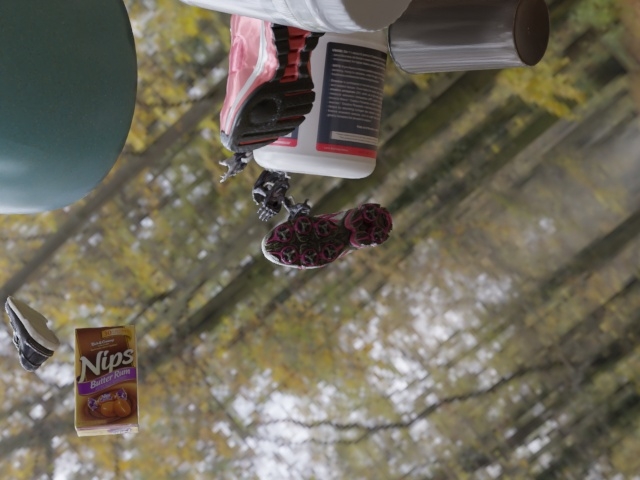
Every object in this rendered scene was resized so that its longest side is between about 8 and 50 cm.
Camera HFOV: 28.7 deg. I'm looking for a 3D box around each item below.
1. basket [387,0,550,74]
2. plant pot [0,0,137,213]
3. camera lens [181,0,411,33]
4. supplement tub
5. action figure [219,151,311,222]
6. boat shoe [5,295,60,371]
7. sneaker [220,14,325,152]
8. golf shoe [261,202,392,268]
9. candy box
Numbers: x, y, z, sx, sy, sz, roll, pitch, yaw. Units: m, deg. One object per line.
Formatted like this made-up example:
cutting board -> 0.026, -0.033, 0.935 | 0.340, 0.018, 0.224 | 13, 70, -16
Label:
basket -> 0.264, -0.363, 2.149 | 0.204, 0.226, 0.154 | -32, -60, -44
plant pot -> -0.342, -0.154, 1.145 | 0.290, 0.290, 0.195 | 52, -149, 12
camera lens -> -0.042, -0.352, 1.389 | 0.274, 0.219, 0.219 | 18, 176, 31
supplement tub -> 0.003, -0.237, 1.914 | 0.191, 0.272, 0.191 | 6, -178, 0
action figure -> -0.112, -0.136, 2.396 | 0.164, 0.141, 0.276 | 30, -151, -41
boat shoe -> -0.473, 0.147, 1.994 | 0.075, 0.065, 0.206 | 33, 180, -31
sneaker -> -0.070, -0.259, 1.663 | 0.115, 0.314, 0.136 | -7, -133, -32
golf shoe -> 0.000, 0.000, 1.608 | 0.186, 0.086, 0.068 | -11, -92, -32
candy box -> -0.375, 0.244, 2.196 | 0.053, 0.109, 0.187 | 98, 167, -62
